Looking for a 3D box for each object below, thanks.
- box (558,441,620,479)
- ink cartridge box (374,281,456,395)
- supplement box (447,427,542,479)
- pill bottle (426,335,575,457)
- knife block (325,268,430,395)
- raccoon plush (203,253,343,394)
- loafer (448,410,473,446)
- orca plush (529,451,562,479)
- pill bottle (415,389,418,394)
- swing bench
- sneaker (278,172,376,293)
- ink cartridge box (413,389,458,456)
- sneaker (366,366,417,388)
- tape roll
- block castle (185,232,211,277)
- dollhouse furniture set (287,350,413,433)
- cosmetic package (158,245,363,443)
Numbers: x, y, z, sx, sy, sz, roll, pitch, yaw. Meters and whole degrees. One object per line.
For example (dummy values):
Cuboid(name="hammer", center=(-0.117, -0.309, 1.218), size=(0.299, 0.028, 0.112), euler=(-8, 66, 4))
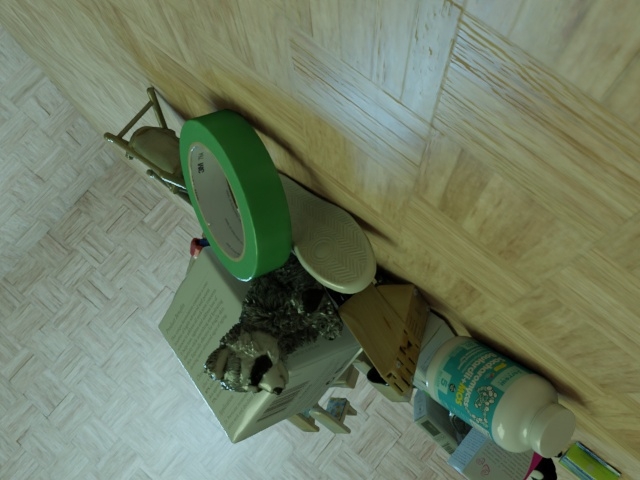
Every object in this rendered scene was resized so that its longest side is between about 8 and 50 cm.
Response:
Cuboid(name="box", center=(0.592, 0.504, 1.460), size=(0.109, 0.042, 0.178), euler=(36, 170, 25))
Cuboid(name="ink cartridge box", center=(0.219, 0.243, 1.495), size=(0.211, 0.121, 0.289), euler=(32, 167, 43))
Cuboid(name="supplement box", center=(0.374, 0.405, 1.328), size=(0.111, 0.220, 0.114), euler=(41, 170, 0))
Cuboid(name="pill bottle", center=(0.329, 0.289, 1.214), size=(0.264, 0.146, 0.146), euler=(27, 163, 52))
Cuboid(name="knife block", center=(0.092, 0.171, 1.362), size=(0.242, 0.276, 0.088), euler=(-6, 141, 35))
Cuboid(name="raccoon plush", center=(-0.143, 0.137, 1.477), size=(0.216, 0.299, 0.446), euler=(61, 180, -43))
Cuboid(name="loafer", center=(0.381, 0.462, 1.658), size=(0.095, 0.109, 0.303), euler=(-97, -13, -47))
Cuboid(name="orca plush", center=(0.557, 0.560, 1.653), size=(0.102, 0.151, 0.287), euler=(-24, 93, 38))
Cuboid(name="pill bottle", center=(0.409, 0.578, 2.403), size=(0.116, 0.065, 0.065), euler=(35, 168, 33))
Cuboid(name="swing bench", center=(-0.326, -0.188, 1.571), size=(0.253, 0.165, 0.255), euler=(33, 168, 35))
Cuboid(name="sneaker", center=(0.000, 0.000, 1.282), size=(0.350, 0.131, 0.148), euler=(46, 174, 40))
Cuboid(name="ink cartridge box", center=(0.335, 0.463, 1.833), size=(0.189, 0.066, 0.232), euler=(45, -156, -18))
Cuboid(name="sneaker", center=(0.232, 0.343, 1.687), size=(0.106, 0.101, 0.267), euler=(2, 166, -40))
Cuboid(name="tape roll", center=(-0.167, -0.084, 1.257), size=(0.321, 0.077, 0.321), euler=(46, 148, 39))
Cuboid(name="block castle", center=(-0.268, 0.135, 2.435), size=(0.303, 0.213, 0.453), euler=(-3, -149, -46))
Cuboid(name="dollhouse furniture set", center=(0.061, 0.358, 1.987), size=(0.394, 0.362, 0.256), euler=(-11, 134, 42))
Cuboid(name="cosmetic package", center=(-0.152, 0.239, 1.739), size=(0.327, 0.329, 0.394), euler=(-12, -124, -48))
